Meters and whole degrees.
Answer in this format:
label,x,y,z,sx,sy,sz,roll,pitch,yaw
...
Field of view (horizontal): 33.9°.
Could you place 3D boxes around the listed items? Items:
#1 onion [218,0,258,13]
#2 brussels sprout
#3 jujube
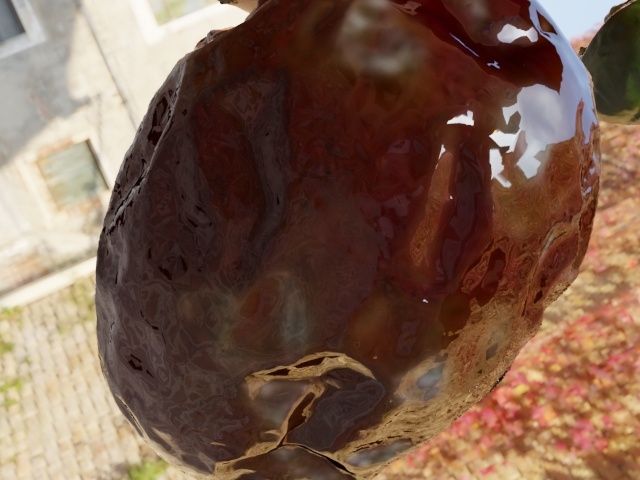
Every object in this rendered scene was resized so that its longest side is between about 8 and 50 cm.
label,x,y,z,sx,sy,sz,roll,pitch,yaw
onion,-0.103,-0.382,1.394,0.184,0.147,0.184,38,-6,5
brussels sprout,0.380,-0.209,1.293,0.145,0.131,0.183,57,-24,16
jujube,0.000,0.001,0.647,0.276,0.276,0.377,60,-32,24
